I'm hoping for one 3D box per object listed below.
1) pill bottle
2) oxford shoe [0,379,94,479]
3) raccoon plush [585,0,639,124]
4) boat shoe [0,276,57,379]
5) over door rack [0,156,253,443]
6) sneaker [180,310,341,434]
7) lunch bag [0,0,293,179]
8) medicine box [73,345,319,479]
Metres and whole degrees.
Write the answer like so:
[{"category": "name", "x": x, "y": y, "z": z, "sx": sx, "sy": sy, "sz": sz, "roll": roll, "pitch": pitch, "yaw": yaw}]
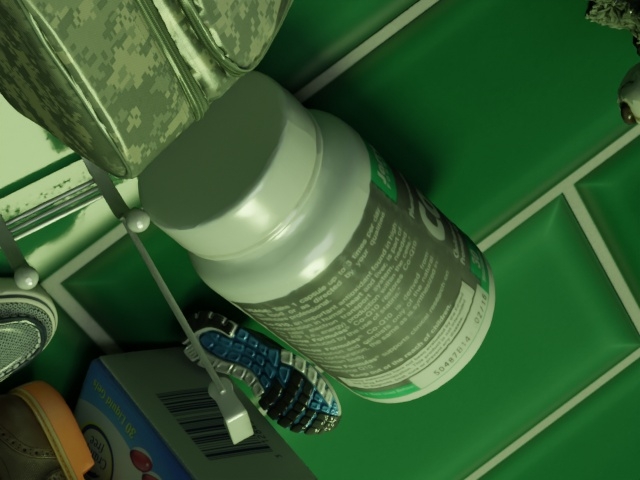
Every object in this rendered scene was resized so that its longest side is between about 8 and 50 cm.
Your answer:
[{"category": "pill bottle", "x": 0.000, "y": 0.000, "z": 1.652, "sx": 0.204, "sy": 0.204, "sz": 0.361, "roll": -44, "pitch": 134, "yaw": 6}, {"category": "oxford shoe", "x": -0.259, "y": 0.312, "z": 1.634, "sx": 0.133, "sy": 0.363, "sz": 0.130, "roll": -14, "pitch": 152, "yaw": -38}, {"category": "raccoon plush", "x": 0.446, "y": -0.280, "z": 1.634, "sx": 0.446, "sy": 0.299, "sz": 0.216, "roll": -48, "pitch": 133, "yaw": 10}, {"category": "boat shoe", "x": -0.388, "y": 0.161, "z": 1.577, "sx": 0.341, "sy": 0.158, "sz": 0.127, "roll": -25, "pitch": 133, "yaw": -12}, {"category": "over door rack", "x": -0.235, "y": 0.082, "z": 1.505, "sx": 0.240, "sy": 0.324, "sz": 0.108, "roll": -28, "pitch": 165, "yaw": -9}, {"category": "sneaker", "x": -0.049, "y": 0.132, "z": 1.746, "sx": 0.071, "sy": 0.191, "sz": 0.083, "roll": -58, "pitch": 159, "yaw": 8}, {"category": "lunch bag", "x": -0.169, "y": -0.244, "z": 1.376, "sx": 0.256, "sy": 0.213, "sz": 0.305, "roll": -45, "pitch": 137, "yaw": -16}, {"category": "medicine box", "x": -0.151, "y": 0.301, "z": 1.739, "sx": 0.149, "sy": 0.263, "sz": 0.289, "roll": -3, "pitch": 125, "yaw": -40}]
